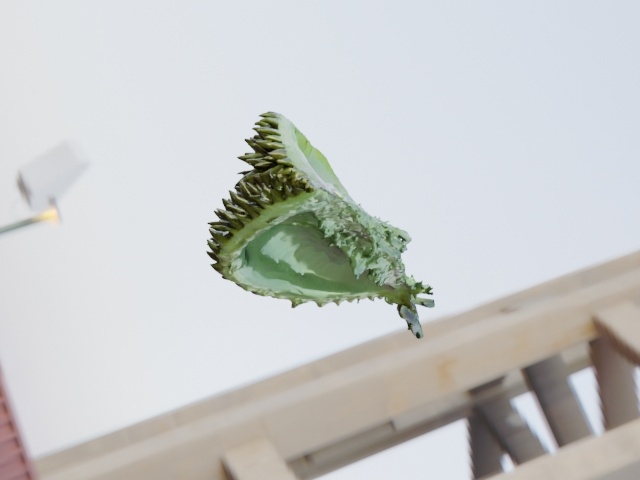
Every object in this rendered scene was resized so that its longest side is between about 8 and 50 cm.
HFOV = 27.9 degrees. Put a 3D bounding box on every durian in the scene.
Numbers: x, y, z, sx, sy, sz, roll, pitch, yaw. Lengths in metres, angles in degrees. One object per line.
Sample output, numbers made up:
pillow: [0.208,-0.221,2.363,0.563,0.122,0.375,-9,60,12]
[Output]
durian: [0.000,0.000,0.670,0.100,0.086,0.215,29,-7,26]
